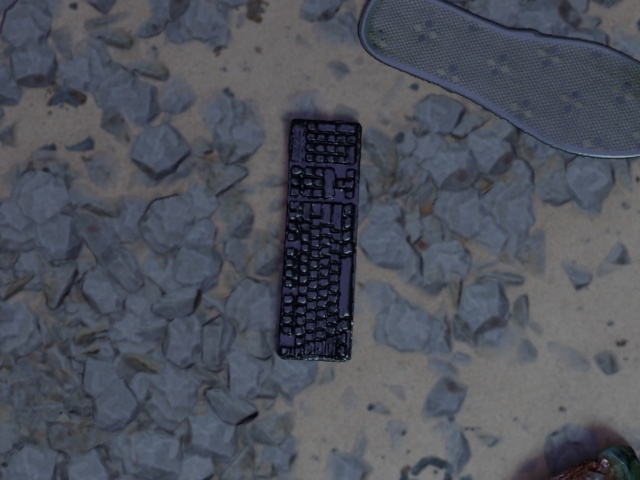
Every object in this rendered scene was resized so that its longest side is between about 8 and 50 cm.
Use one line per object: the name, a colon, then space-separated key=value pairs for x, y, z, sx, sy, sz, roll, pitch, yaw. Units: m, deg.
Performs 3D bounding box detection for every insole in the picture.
insole: x=0.189 y=-0.159 z=1.273 sx=0.322 sy=0.007 sz=0.109 roll=23 pitch=90 yaw=2

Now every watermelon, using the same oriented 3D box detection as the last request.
watermelon: x=0.233 y=0.276 z=1.238 sx=0.139 sy=0.071 sz=0.187 roll=10 pitch=90 yaw=7

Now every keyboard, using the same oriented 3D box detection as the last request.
keyboard: x=0.000 y=0.000 z=1.274 sx=0.072 sy=0.023 sz=0.231 roll=3 pitch=90 yaw=1
